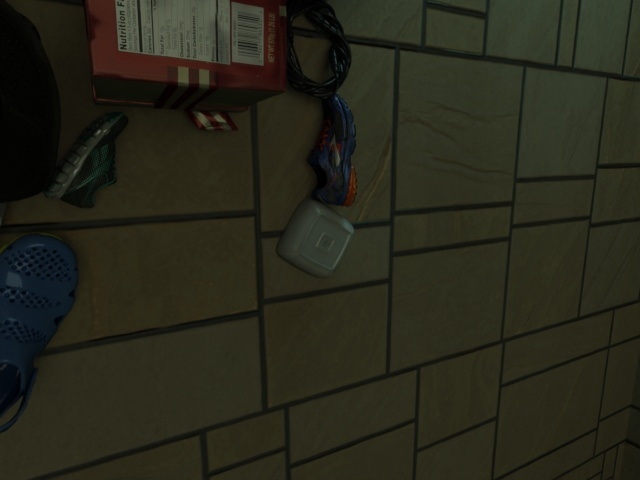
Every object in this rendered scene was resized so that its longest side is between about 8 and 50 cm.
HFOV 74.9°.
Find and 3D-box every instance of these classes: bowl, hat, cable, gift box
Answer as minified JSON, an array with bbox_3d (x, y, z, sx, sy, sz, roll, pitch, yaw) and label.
[{"bbox_3d":[0.000,0.000,0.841,0.142,0.053,0.142,31,83,-30],"label":"bowl"},{"bbox_3d":[-0.391,-0.189,0.434,0.331,0.332,0.133,51,32,-26],"label":"hat"},{"bbox_3d":[-0.011,-0.349,0.764,0.151,0.047,0.184,-27,98,-31],"label":"cable"},{"bbox_3d":[-0.176,-0.291,0.571,0.277,0.258,0.254,0,100,-28],"label":"gift box"}]

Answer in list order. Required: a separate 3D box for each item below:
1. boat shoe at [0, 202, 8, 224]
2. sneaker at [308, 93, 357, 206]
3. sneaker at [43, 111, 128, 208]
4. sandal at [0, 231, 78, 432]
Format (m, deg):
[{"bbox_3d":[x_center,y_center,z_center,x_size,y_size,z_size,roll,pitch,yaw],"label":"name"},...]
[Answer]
[{"bbox_3d":[-0.472,-0.088,0.557,0.118,0.103,0.320,11,90,-13],"label":"boat shoe"},{"bbox_3d":[0.019,-0.172,0.804,0.087,0.083,0.221,-6,97,-14],"label":"sneaker"},{"bbox_3d":[-0.341,-0.121,0.641,0.166,0.065,0.076,-54,135,-5],"label":"sneaker"},{"bbox_3d":[-0.431,0.142,0.587,0.126,0.138,0.317,20,90,-39],"label":"sandal"}]
